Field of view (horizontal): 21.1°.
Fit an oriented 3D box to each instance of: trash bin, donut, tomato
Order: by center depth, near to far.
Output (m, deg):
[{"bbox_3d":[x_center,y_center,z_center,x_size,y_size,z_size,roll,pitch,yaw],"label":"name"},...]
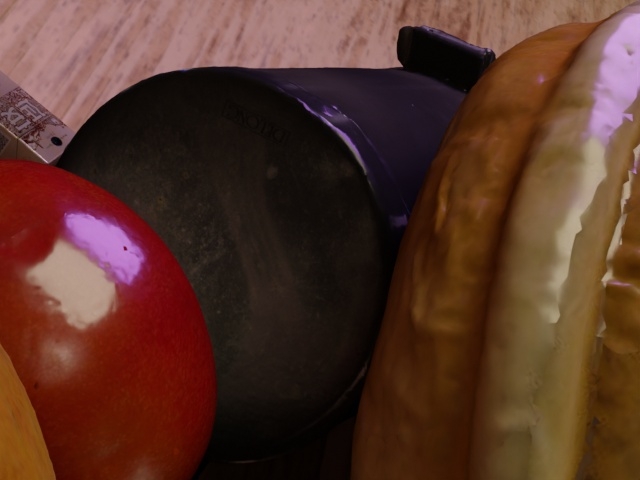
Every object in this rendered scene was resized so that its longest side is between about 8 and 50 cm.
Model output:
[{"bbox_3d":[-0.132,0.052,0.784,0.195,0.195,0.136,44,60,8],"label":"tomato"},{"bbox_3d":[0.157,0.097,0.868,0.198,0.449,0.449,6,16,24],"label":"donut"},{"bbox_3d":[0.000,0.000,0.994,0.203,0.252,0.301,25,16,18],"label":"trash bin"}]

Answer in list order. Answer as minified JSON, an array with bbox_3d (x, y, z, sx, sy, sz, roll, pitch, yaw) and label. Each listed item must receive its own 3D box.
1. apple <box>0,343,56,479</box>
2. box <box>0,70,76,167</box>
[{"bbox_3d":[-0.222,0.090,0.505,0.299,0.275,0.299,11,54,-16],"label":"apple"},{"bbox_3d":[-0.196,-0.075,1.081,0.083,0.024,0.053,38,27,0],"label":"box"}]
